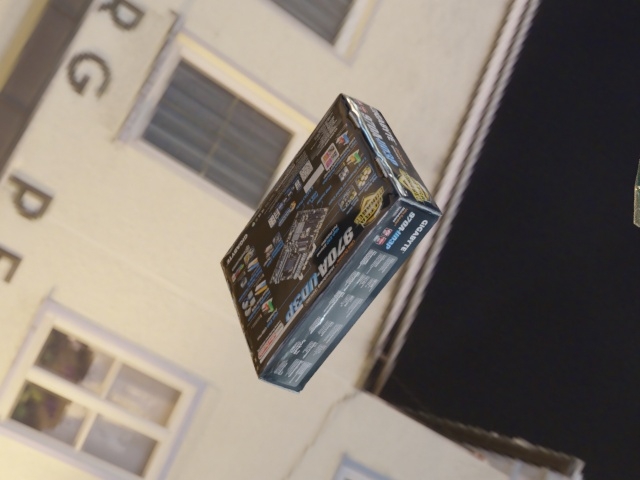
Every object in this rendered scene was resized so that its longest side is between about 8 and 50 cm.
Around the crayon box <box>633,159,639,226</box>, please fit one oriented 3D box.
[{"bbox_3d":[0.449,-0.096,1.023,0.323,0.083,0.203,8,-114,18],"label":"crayon box"}]

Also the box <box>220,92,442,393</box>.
[{"bbox_3d":[0.000,0.000,1.083,0.220,0.051,0.175,-53,-146,22],"label":"box"}]
